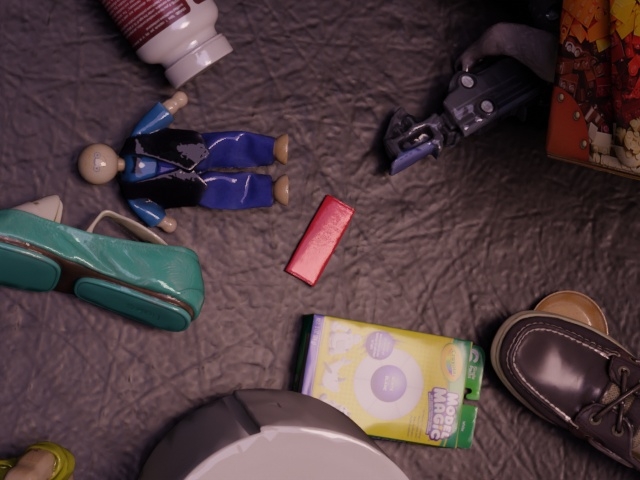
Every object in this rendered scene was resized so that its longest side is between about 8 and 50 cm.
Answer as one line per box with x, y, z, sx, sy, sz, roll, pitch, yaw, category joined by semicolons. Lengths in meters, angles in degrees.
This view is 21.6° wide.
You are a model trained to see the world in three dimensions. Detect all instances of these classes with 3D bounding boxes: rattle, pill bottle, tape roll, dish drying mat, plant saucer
-0.286;0.266;1.439;0.143;0.130;0.199;6;111;-3;rattle
-0.148;-0.215;1.502;0.086;0.086;0.152;-35;95;-14;pill bottle
-0.036;0.260;1.431;0.246;0.169;0.246;-1;95;-10;tape roll
0.000;0.000;1.563;0.032;0.008;0.083;31;80;-9;dish drying mat
0.235;0.090;1.612;0.083;0.015;0.083;1;86;-15;plant saucer

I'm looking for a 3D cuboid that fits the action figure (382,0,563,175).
0.178;-0.211;1.545;0.341;0.178;0.330;-38;86;-15;action figure

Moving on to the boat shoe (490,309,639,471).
0.289;0.157;1.569;0.285;0.092;0.102;35;83;-15;boat shoe

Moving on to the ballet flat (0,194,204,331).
-0.219;0.009;1.479;0.247;0.083;0.087;17;57;-13;ballet flat

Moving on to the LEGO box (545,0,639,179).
0.458;-0.242;1.477;0.500;0.193;0.372;-3;104;-36;LEGO box

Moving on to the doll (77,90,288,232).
-0.125;-0.071;1.517;0.189;0.046;0.129;0;95;-8;doll

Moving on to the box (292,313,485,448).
0.067;0.133;1.553;0.179;0.043;0.105;10;84;-15;box
